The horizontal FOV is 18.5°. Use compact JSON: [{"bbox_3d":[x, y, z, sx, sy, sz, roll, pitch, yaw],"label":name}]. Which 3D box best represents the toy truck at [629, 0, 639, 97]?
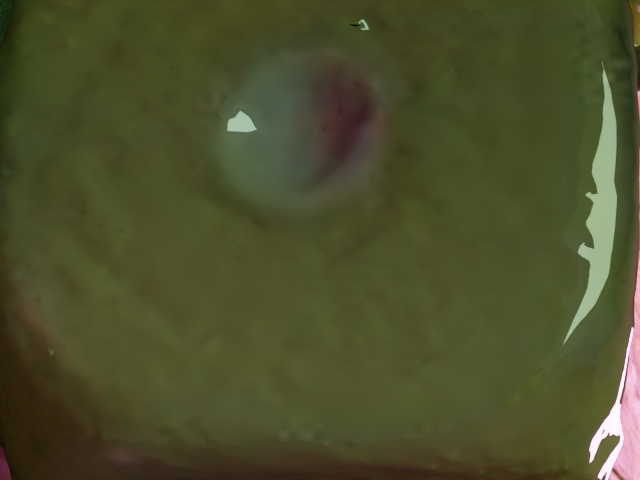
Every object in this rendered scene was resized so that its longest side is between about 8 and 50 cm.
[{"bbox_3d":[0.164,-0.157,1.342,0.148,0.210,0.187,-35,124,-60],"label":"toy truck"}]

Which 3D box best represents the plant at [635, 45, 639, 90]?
[{"bbox_3d":[0.040,-0.069,1.089,0.261,0.297,0.306,-29,119,-30],"label":"plant"}]

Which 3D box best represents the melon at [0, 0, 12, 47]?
[{"bbox_3d":[-0.198,-0.128,0.712,0.182,0.182,0.288,31,50,-50],"label":"melon"}]

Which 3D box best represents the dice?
[{"bbox_3d":[0.000,0.000,0.829,0.250,0.254,0.252,75,16,-72],"label":"dice"}]
